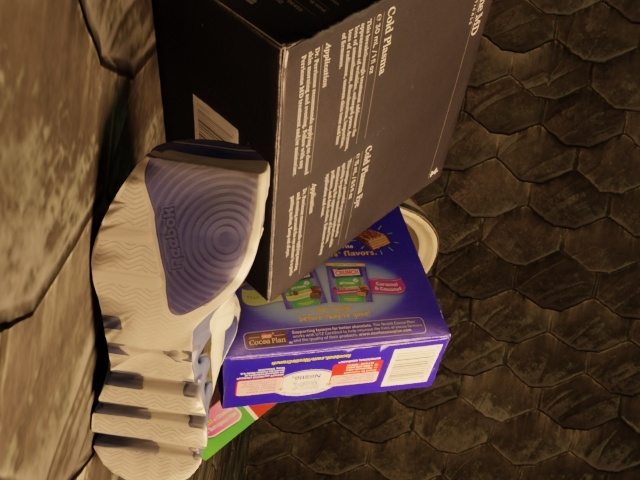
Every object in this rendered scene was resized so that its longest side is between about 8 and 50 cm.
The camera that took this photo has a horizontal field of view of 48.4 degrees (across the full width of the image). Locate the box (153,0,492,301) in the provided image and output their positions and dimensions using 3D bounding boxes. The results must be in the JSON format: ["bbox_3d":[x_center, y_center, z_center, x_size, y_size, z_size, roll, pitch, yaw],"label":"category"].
[{"bbox_3d":[0.005,-0.163,0.774,0.312,0.179,0.343,-34,151,-31],"label":"box"}]

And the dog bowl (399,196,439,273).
[{"bbox_3d":[0.000,0.000,1.297,0.408,0.407,0.151,98,-18,-55],"label":"dog bowl"}]

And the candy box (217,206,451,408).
[{"bbox_3d":[-0.015,0.038,0.916,0.122,0.268,0.317,102,-20,-47],"label":"candy box"}]

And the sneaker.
[{"bbox_3d":[-0.133,0.047,0.667,0.182,0.127,0.316,-93,-164,-67],"label":"sneaker"}]

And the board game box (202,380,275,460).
[{"bbox_3d":[-0.083,0.161,1.114,0.316,0.064,0.242,-43,-161,22],"label":"board game box"}]
